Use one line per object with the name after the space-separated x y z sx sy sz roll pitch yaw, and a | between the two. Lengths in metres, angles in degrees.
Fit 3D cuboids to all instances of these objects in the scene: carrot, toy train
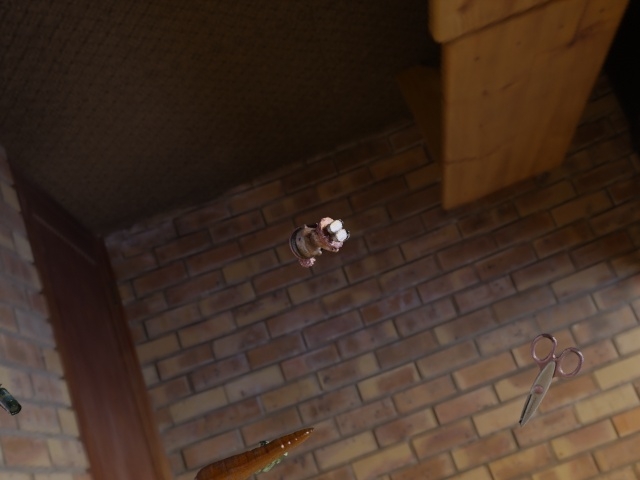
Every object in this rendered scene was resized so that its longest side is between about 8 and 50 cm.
-0.106 0.352 1.365 0.216 0.048 0.048 -25 163 -5 | carrot
-0.103 0.407 1.593 0.053 0.033 0.083 19 128 -26 | toy train

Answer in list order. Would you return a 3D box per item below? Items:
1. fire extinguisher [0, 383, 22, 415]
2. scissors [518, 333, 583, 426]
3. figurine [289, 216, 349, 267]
-0.608 0.308 1.634 0.025 0.083 0.038 15 103 -52 | fire extinguisher
0.360 0.235 1.384 0.022 0.085 0.176 -30 144 -56 | scissors
0.000 0.000 1.449 0.129 0.072 0.054 -21 -162 46 | figurine
